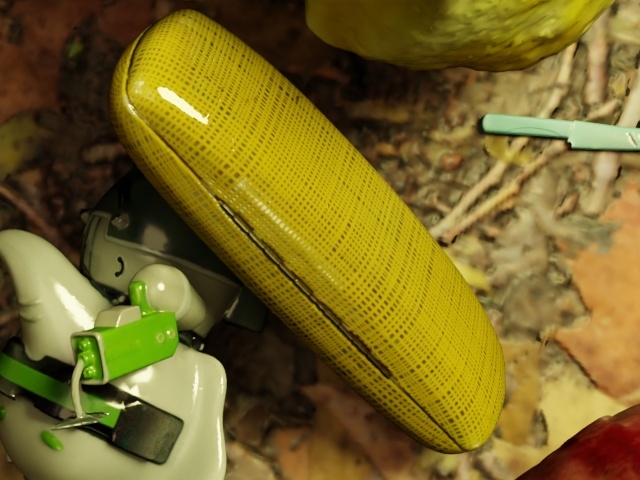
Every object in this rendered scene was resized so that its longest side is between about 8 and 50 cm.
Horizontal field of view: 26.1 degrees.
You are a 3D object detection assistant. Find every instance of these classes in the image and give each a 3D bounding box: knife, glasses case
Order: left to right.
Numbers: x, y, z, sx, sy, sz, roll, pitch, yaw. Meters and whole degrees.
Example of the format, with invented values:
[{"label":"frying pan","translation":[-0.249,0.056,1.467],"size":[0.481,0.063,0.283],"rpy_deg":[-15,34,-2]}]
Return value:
[{"label":"glasses case","translation":[0.000,0.000,0.593],"size":[0.064,0.079,0.234],"rpy_deg":[-30,116,28]},{"label":"knife","translation":[0.122,-0.051,0.662],"size":[0.091,0.005,0.014],"rpy_deg":[6,84,8]}]

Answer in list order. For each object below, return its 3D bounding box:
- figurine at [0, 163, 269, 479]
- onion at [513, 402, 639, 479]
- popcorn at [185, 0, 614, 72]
[{"label":"figurine","translation":[-0.092,0.049,0.628],"size":[0.147,0.126,0.192],"rpy_deg":[13,84,50]},{"label":"onion","translation":[0.188,0.206,0.491],"size":[0.348,0.285,0.347],"rpy_deg":[-2,73,6]},{"label":"popcorn","translation":[0.023,-0.184,0.549],"size":[0.276,0.276,0.225],"rpy_deg":[20,119,9]}]
